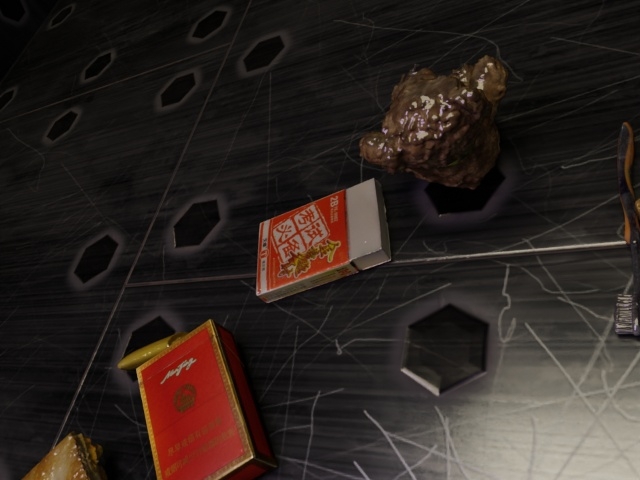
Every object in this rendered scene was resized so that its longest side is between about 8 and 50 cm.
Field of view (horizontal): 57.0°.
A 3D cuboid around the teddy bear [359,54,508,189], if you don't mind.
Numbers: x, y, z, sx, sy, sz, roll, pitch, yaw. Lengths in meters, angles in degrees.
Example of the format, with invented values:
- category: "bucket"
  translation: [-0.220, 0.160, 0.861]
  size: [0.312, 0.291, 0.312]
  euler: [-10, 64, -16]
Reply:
- category: "teddy bear"
  translation: [0.163, -0.196, 0.887]
  size: [0.246, 0.222, 0.296]
  euler: [-24, 45, 20]

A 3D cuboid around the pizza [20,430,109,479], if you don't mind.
- category: "pizza"
  translation: [-0.392, 0.459, 0.848]
  size: [0.268, 0.087, 0.258]
  euler: [-42, 48, 1]

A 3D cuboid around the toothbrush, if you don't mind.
- category: "toothbrush"
  translation: [0.388, -0.028, 0.741]
  size: [0.031, 0.023, 0.321]
  euler: [-1, 56, 30]

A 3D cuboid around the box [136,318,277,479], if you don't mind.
- category: "box"
  translation: [-0.173, 0.254, 0.860]
  size: [0.153, 0.074, 0.240]
  euler: [-37, 49, 10]

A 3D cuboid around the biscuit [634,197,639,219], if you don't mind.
- category: "biscuit"
  translation: [0.477, -0.011, 0.654]
  size: [0.238, 0.041, 0.212]
  euler: [18, 73, 41]

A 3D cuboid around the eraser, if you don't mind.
- category: "eraser"
  translation: [0.000, 0.000, 0.976]
  size: [0.230, 0.038, 0.157]
  euler: [-20, 47, 21]

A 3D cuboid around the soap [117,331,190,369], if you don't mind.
- category: "soap"
  translation: [-0.262, 0.181, 0.992]
  size: [0.168, 0.089, 0.033]
  euler: [-22, 91, 10]
